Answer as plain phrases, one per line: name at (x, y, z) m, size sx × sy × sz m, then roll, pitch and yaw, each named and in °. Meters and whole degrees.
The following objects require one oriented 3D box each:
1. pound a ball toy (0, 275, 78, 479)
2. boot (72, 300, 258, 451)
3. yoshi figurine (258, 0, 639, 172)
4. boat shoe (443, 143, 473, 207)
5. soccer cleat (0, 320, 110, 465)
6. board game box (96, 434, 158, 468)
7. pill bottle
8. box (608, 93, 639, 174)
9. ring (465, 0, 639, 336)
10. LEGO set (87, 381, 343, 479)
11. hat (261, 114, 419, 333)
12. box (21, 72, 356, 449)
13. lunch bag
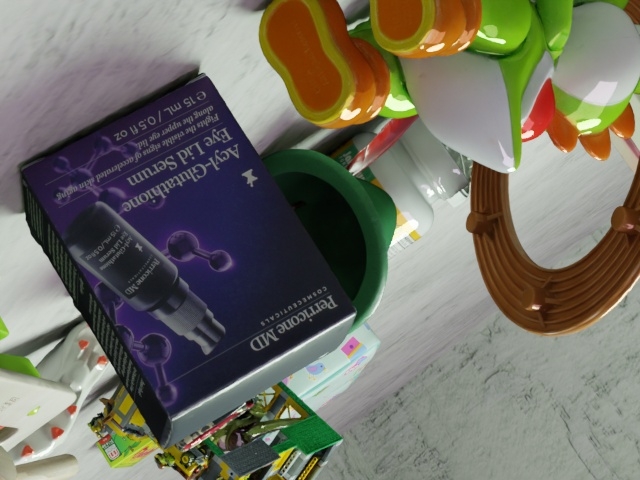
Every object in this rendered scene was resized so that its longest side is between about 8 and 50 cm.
pound a ball toy at (-0.264, 0.116, 1.063) m, size 0.135 × 0.208 × 0.319 m, roll -34°, pitch 170°, yaw 1°
boot at (-0.095, 0.058, 1.371) m, size 0.236 × 0.179 × 0.085 m, roll -40°, pitch 167°, yaw 34°
yoshi figurine at (0.126, -0.176, 1.166) m, size 0.362 × 0.203 × 0.203 m, roll -1°, pitch 113°, yaw -48°
boat shoe at (0.142, -0.090, 1.684) m, size 0.070 × 0.078 × 0.219 m, roll -34°, pitch 167°, yaw 6°
soccer cleat at (-0.256, 0.149, 1.494) m, size 0.076 × 0.068 × 0.196 m, roll -36°, pitch -168°, yaw 45°
board game box at (-0.211, 0.245, 2.192) m, size 0.181 × 0.043 × 0.092 m, roll -35°, pitch 169°, yaw 5°
pill bottle at (0.034, -0.030, 1.528) m, size 0.208 × 0.118 × 0.117 m, roll -35°, pitch 169°, yaw 6°
box at (0.409, -0.149, 1.791) m, size 0.148 × 0.232 × 0.127 m, roll -30°, pitch 168°, yaw -15°
ring at (0.214, -0.083, 1.408) m, size 0.032 × 0.337 × 0.336 m, roll 11°, pitch 147°, yaw -23°
LEGO set at (-0.145, 0.274, 1.967) m, size 0.192 × 0.255 × 0.331 m, roll -56°, pitch 168°, yaw 21°
hat at (0.040, -0.022, 1.455) m, size 0.208 × 0.173 × 0.183 m, roll -37°, pitch 172°, yaw 38°
box at (-0.095, 0.016, 1.119) m, size 0.153 × 0.207 × 0.108 m, roll -31°, pitch 169°, yaw -17°
lunch bag at (-0.029, 0.192, 2.317) m, size 0.224 × 0.108 × 0.279 m, roll -35°, pitch 172°, yaw -19°
